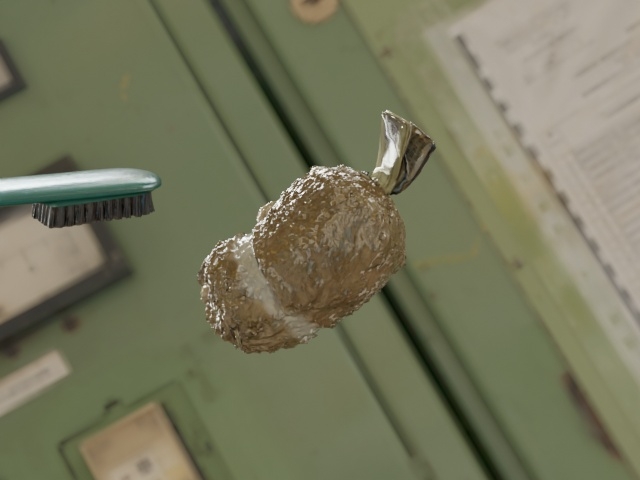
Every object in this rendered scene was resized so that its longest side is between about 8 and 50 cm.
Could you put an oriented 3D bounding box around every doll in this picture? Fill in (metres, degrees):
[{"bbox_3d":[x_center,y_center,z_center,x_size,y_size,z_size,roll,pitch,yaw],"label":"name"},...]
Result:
[{"bbox_3d":[0.007,0.003,1.241,0.221,0.105,0.115,-39,24,3],"label":"doll"}]

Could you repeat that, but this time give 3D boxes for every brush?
[{"bbox_3d":[-0.184,-0.021,1.001,0.193,0.043,0.032,-9,-67,-35],"label":"brush"}]
